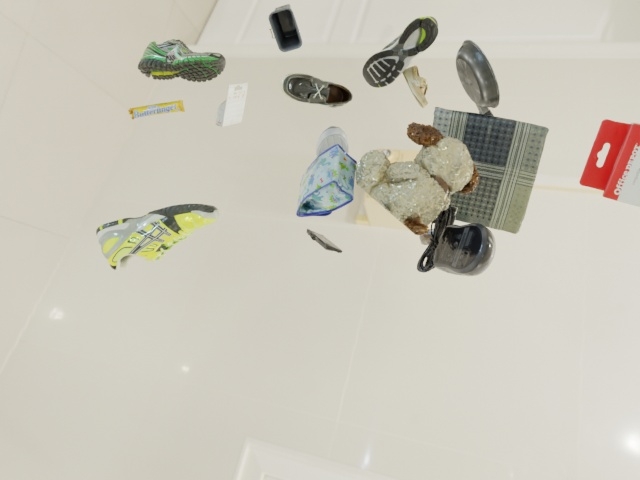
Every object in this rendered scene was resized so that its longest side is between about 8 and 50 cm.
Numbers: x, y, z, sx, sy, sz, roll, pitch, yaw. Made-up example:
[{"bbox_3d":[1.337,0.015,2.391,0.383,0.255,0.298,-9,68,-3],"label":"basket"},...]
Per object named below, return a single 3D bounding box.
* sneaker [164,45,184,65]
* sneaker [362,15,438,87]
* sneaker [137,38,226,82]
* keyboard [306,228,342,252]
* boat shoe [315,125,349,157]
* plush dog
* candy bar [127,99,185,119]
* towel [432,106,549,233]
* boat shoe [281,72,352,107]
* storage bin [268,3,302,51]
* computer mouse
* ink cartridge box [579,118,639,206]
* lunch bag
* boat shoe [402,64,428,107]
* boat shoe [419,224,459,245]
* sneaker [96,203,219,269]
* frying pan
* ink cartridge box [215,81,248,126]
[{"bbox_3d":[-0.455,-0.560,1.508,0.038,0.069,0.098,51,8,-29],"label":"sneaker"},{"bbox_3d":[0.260,-0.598,1.563,0.111,0.300,0.121,52,41,-11],"label":"sneaker"},{"bbox_3d":[-0.516,-0.689,1.832,0.134,0.343,0.146,52,47,-74],"label":"sneaker"},{"bbox_3d":[0.000,0.000,1.806,0.108,0.180,0.023,23,98,-30],"label":"keyboard"},{"bbox_3d":[0.037,-0.306,1.651,0.302,0.109,0.094,90,-3,-71],"label":"boat shoe"},{"bbox_3d":[0.246,-0.138,1.121,0.262,0.210,0.225,36,99,-29],"label":"plush dog"},{"bbox_3d":[-0.487,-0.388,1.459,0.040,0.161,0.018,88,-14,-48],"label":"candy bar"},{"bbox_3d":[0.446,-0.195,1.398,0.056,0.312,0.324,-47,148,-57],"label":"towel"},{"bbox_3d":[-0.009,-0.442,1.441,0.233,0.079,0.084,1,102,-38],"label":"boat shoe"},{"bbox_3d":[-0.120,-0.722,1.655,0.091,0.098,0.135,-89,163,-47],"label":"storage bin"},{"bbox_3d":[0.336,0.016,1.157,0.189,0.072,0.272,-67,-166,2],"label":"computer mouse"},{"bbox_3d":[0.582,-0.120,0.839,0.078,0.231,0.134,-21,127,-55],"label":"ink cartridge box"},{"bbox_3d":[0.006,-0.131,1.161,0.096,0.151,0.129,40,42,-34],"label":"lunch bag"},{"bbox_3d":[0.311,-0.495,1.556,0.063,0.059,0.170,36,32,-56],"label":"boat shoe"},{"bbox_3d":[0.349,0.000,1.467,0.183,0.066,0.066,146,-52,-73],"label":"boat shoe"},{"bbox_3d":[-0.482,-0.017,1.497,0.145,0.384,0.147,-2,77,-81],"label":"sneaker"},{"bbox_3d":[0.441,-0.414,1.379,0.197,0.053,0.326,66,6,32],"label":"frying pan"},{"bbox_3d":[-0.372,-0.574,2.054,0.145,0.045,0.179,-38,147,-57],"label":"ink cartridge box"}]
